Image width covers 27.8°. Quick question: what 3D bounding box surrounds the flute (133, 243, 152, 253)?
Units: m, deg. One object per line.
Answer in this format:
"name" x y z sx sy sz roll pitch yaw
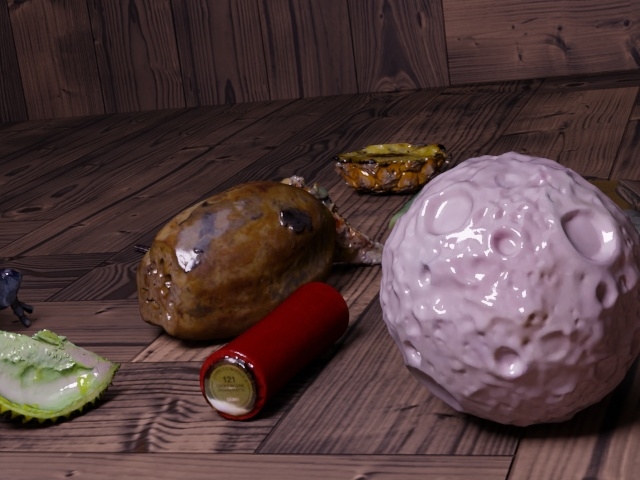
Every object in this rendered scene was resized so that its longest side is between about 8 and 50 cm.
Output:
"flute" -0.212 0.027 1.960 0.014 0.014 0.269 -18 17 -35

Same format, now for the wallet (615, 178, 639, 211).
"wallet" 0.485 -0.046 1.764 0.152 0.039 0.118 10 17 -9

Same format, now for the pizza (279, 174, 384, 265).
"pizza" 0.000 0.000 1.797 0.195 0.185 0.052 17 44 -9

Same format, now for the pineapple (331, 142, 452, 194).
"pineapple" 0.123 -0.123 2.243 0.224 0.076 0.225 -4 14 1

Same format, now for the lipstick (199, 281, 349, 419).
"lipstick" -0.045 0.115 1.405 0.080 0.080 0.241 0 16 25

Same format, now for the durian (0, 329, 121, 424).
"durian" -0.325 0.138 1.381 0.215 0.100 0.086 19 -6 -22

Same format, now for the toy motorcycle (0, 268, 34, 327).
"toy motorcycle" -0.490 0.066 1.594 0.212 0.125 0.358 9 4 1

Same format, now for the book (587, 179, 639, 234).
"book" 0.349 -0.027 1.846 0.268 0.032 0.389 0 16 18

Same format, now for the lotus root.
"lotus root" -0.097 0.015 1.626 0.291 0.193 0.193 -20 19 -40

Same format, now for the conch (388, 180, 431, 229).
"conch" 0.161 -0.044 1.942 0.170 0.079 0.105 -26 7 -34

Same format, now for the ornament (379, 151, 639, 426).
"ornament" 0.175 0.051 1.204 0.225 0.259 0.259 -51 27 -10
